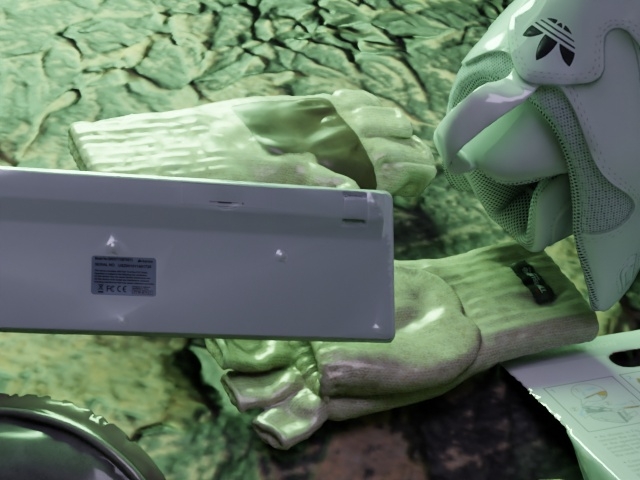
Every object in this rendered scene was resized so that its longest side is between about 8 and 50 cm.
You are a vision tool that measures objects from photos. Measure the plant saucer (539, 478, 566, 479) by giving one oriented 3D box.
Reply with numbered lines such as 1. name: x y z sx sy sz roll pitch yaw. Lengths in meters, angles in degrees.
1. plant saucer: 0.145 0.263 0.452 0.332 0.081 0.333 24 41 16

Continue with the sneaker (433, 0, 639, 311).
1. sneaker: 0.189 -0.067 0.817 0.137 0.210 0.366 45 7 33

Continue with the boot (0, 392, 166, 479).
1. boot: -0.180 0.130 0.555 0.189 0.076 0.208 10 28 23

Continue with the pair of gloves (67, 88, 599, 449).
1. pair of gloves: 0.000 0.000 0.791 0.204 0.042 0.240 -14 46 -33

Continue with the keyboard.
1. keyboard: -0.087 0.006 0.670 0.256 0.072 0.014 3 -5 -18

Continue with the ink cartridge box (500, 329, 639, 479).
1. ink cartridge box: 0.213 0.112 0.709 0.189 0.066 0.232 -7 20 -21
